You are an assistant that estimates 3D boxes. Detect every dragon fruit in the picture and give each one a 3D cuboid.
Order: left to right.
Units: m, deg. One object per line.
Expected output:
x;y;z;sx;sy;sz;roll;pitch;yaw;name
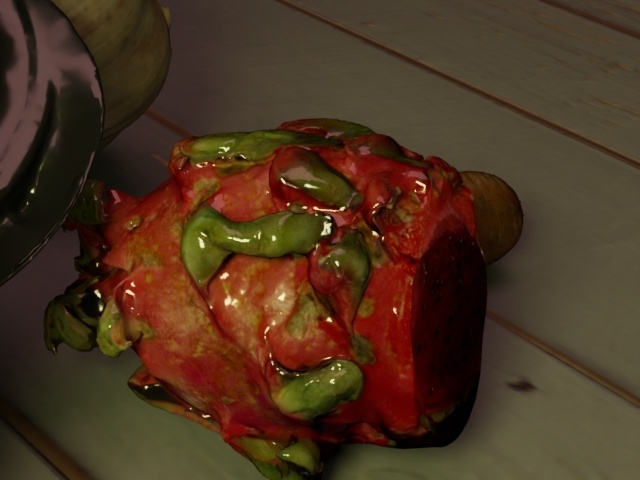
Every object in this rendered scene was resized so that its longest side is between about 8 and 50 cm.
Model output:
-0.024;0.025;0.701;0.172;0.160;0.166;3;55;29;dragon fruit

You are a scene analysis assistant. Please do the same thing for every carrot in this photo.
0.000;0.000;0.866;0.248;0.059;0.059;-7;27;-23;carrot

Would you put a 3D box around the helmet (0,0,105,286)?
-0.226;-0.027;0.705;0.279;0.160;0.230;21;58;10;helmet

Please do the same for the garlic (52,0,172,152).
-0.233;-0.124;0.930;0.253;0.245;0.245;-39;42;-16;garlic
